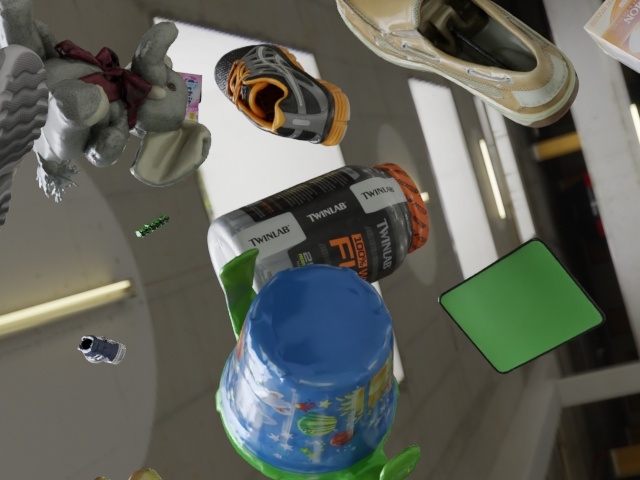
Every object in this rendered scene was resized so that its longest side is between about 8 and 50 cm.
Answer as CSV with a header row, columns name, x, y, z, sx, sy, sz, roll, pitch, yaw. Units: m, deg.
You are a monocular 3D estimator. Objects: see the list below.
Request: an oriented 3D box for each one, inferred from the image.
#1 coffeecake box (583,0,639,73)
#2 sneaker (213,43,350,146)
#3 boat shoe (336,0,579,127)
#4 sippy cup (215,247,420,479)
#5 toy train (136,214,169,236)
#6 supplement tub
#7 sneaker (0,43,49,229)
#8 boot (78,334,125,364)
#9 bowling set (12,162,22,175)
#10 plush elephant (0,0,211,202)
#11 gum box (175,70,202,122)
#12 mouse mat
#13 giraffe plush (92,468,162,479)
name,x,y,z,sx,sy,sz,roll,pitch,yaw
coffeecake box,0.434,-0.257,1.134,0.068,0.142,0.185,28,-165,-46
sneaker,-0.060,-0.162,1.023,0.083,0.215,0.084,-4,-66,-38
boat shoe,0.075,-0.140,0.601,0.068,0.190,0.072,-59,-32,3
sippy cup,-0.008,0.149,1.159,0.224,0.306,0.240,99,-170,-57
toy train,-0.339,-0.030,1.931,0.083,0.024,0.017,-37,-56,-45
supplement tub,0.000,0.000,1.607,0.207,0.338,0.207,50,154,36
sneaker,-0.414,-0.114,1.122,0.115,0.281,0.105,35,-154,7
boot,-0.537,0.248,2.255,0.086,0.190,0.069,28,-110,-32
bowling set,-0.573,-0.269,1.932,0.154,0.200,0.286,-118,25,-70
plush elephant,-0.293,-0.212,1.369,0.272,0.255,0.330,51,152,26
gum box,-0.270,-0.254,1.722,0.188,0.107,0.062,149,127,-81
mouse mat,0.273,0.094,1.311,0.152,0.190,0.007,50,-143,-6
giraffe plush,-0.264,0.453,1.476,0.170,0.210,0.181,96,180,-70
